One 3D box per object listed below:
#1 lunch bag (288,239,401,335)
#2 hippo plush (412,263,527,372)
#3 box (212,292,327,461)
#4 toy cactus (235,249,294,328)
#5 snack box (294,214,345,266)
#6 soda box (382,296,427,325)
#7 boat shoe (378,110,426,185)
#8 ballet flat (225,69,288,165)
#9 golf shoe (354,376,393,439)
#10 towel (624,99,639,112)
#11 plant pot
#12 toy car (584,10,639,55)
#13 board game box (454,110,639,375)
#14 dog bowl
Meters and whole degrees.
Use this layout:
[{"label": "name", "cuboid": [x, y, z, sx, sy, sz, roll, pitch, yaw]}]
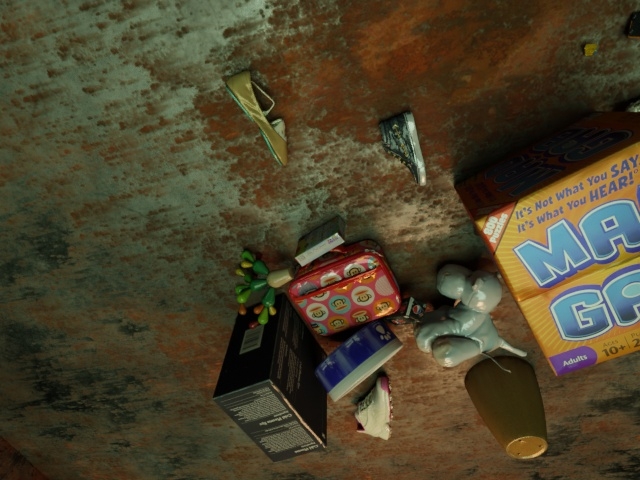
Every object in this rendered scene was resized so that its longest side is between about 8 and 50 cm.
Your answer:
[{"label": "lunch bag", "cuboid": [0.064, 0.123, 1.150, 0.293, 0.120, 0.258, -23, 114, 15]}, {"label": "hippo plush", "cuboid": [0.391, 0.196, 1.088, 0.294, 0.234, 0.237, 22, 118, 41]}, {"label": "box", "cuboid": [-0.124, 0.399, 1.193, 0.179, 0.343, 0.312, -24, 117, 15]}, {"label": "toy cactus", "cuboid": [-0.155, 0.124, 1.129, 0.180, 0.219, 0.112, -20, 156, 19]}, {"label": "snack box", "cuboid": [0.000, 0.000, 1.079, 0.141, 0.100, 0.037, -30, 115, 21]}, {"label": "soda box", "cuboid": [0.241, 0.208, 1.166, 0.053, 0.060, 0.169, 23, 160, -8]}, {"label": "boat shoe", "cuboid": [0.198, -0.211, 0.963, 0.083, 0.065, 0.183, -14, 114, 15]}, {"label": "ballet flat", "cuboid": [-0.125, -0.282, 0.928, 0.073, 0.080, 0.232, -33, 117, 5]}, {"label": "golf shoe", "cuboid": [0.191, 0.610, 1.446, 0.140, 0.115, 0.306, 2, 121, 6]}, {"label": "towel", "cuboid": [0.820, -0.271, 0.883, 0.282, 0.049, 0.187, -23, 117, 9]}, {"label": "plant pot", "cuboid": [0.621, 0.551, 1.299, 0.237, 0.254, 0.237, 1, 121, 2]}, {"label": "toy car", "cuboid": [0.612, -0.426, 0.828, 0.122, 0.060, 0.040, -6, 167, 26]}, {"label": "board game box", "cuboid": [0.544, -0.017, 0.840, 0.356, 0.356, 0.356, -28, 100, 19]}, {"label": "dog bowl", "cuboid": [0.115, 0.357, 1.201, 0.104, 0.265, 0.265, 50, 119, 20]}]
